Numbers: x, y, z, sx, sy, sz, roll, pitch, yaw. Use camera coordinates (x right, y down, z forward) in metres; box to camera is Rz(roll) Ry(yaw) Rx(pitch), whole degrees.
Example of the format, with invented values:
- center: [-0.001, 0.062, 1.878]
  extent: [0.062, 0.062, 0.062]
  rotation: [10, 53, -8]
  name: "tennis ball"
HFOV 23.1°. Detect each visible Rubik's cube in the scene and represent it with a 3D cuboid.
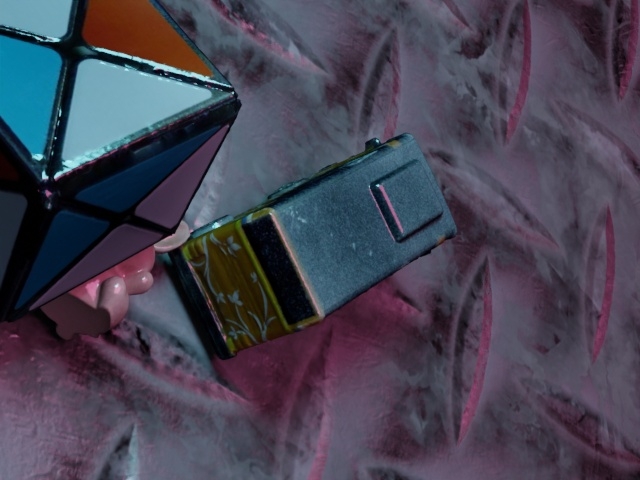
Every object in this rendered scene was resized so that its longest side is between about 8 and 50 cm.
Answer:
- center: [-0.265, -0.108, 1.530]
  extent: [0.246, 0.248, 0.250]
  rotation: [-31, 72, -36]
  name: "Rubik's cube"

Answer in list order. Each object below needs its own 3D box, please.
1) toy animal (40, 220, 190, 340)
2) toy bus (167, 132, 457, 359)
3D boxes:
- center: [-0.229, 0.006, 1.698]
  extent: [0.124, 0.124, 0.212]
  rotation: [50, 40, -20]
  name: "toy animal"
- center: [0.000, 0.000, 1.869]
  extent: [0.323, 0.194, 0.161]
  rotation: [-30, 95, -47]
  name: "toy bus"
